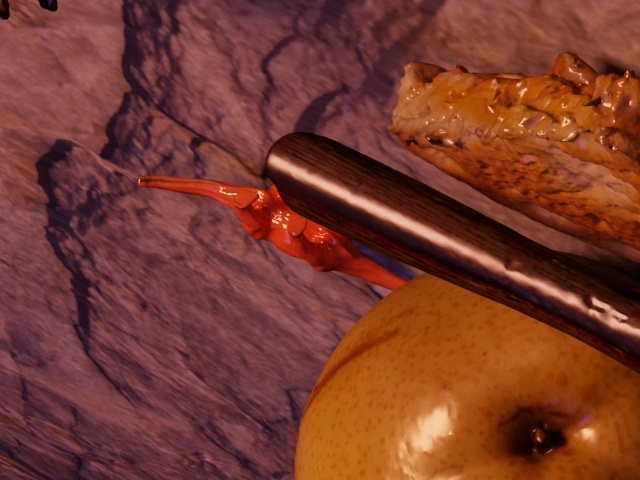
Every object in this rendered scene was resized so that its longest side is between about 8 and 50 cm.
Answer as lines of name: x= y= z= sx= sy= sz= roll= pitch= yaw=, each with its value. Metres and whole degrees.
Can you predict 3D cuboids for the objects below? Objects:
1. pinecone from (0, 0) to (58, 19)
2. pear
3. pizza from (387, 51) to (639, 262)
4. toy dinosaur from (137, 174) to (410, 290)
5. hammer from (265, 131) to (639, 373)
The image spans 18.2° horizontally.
pinecone: x=-0.182 y=-0.204 z=1.097 sx=0.208 sy=0.207 sz=0.207 roll=25 pitch=156 yaw=12
pear: x=0.127 y=0.156 z=1.317 sx=0.314 sy=0.314 sz=0.314 roll=25 pitch=156 yaw=12
pizza: x=0.187 y=-0.043 z=1.087 sx=0.336 sy=0.086 sz=0.226 roll=22 pitch=168 yaw=19
toy dinosaur: x=0.003 y=-0.005 z=1.447 sx=0.280 sy=0.055 sz=0.101 roll=24 pitch=165 yaw=10
hammer: x=0.144 y=0.040 z=1.079 sx=0.409 sy=0.095 sz=0.242 roll=24 pitch=-179 yaw=28
